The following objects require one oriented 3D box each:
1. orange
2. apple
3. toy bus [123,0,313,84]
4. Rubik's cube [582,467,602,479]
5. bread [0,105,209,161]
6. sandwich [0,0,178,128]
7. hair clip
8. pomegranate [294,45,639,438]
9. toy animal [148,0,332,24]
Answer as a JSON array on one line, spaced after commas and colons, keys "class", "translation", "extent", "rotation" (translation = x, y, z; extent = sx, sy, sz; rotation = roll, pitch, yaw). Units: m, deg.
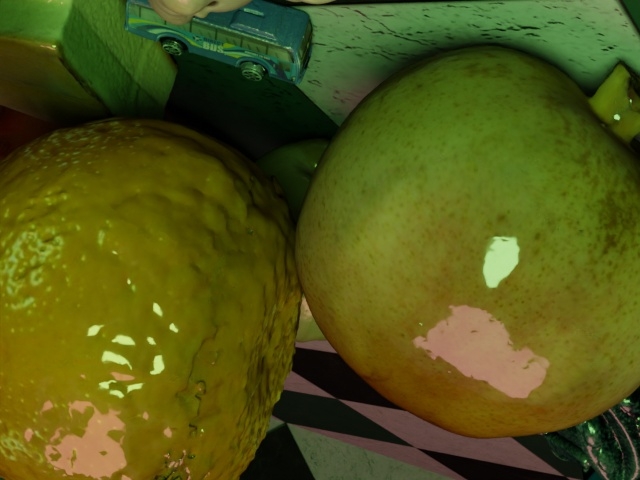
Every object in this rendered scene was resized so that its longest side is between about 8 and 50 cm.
[{"class": "orange", "translation": [-0.172, 0.059, 1.079], "extent": [0.293, 0.340, 0.340], "rotation": [14, 163, 11]}, {"class": "apple", "translation": [0.000, 0.000, 1.266], "extent": [0.200, 0.200, 0.200], "rotation": [16, 163, 5]}, {"class": "toy bus", "translation": [-0.081, -0.174, 1.052], "extent": [0.153, 0.051, 0.061], "rotation": [17, 158, 2]}, {"class": "Rubik's cube", "translation": [0.457, 0.203, 1.379], "extent": [0.248, 0.246, 0.250], "rotation": [22, 163, -19]}, {"class": "bread", "translation": [-0.209, -0.055, 1.444], "extent": [0.295, 0.114, 0.327], "rotation": [10, 160, 25]}, {"class": "sandwich", "translation": [-0.248, -0.170, 1.130], "extent": [0.186, 0.108, 0.220], "rotation": [11, 165, 19]}, {"class": "hair clip", "translation": [0.232, 0.095, 1.255], "extent": [0.310, 0.206, 0.194], "rotation": [30, 177, -28]}, {"class": "pomegranate", "translation": [0.140, -0.006, 1.000], "extent": [0.319, 0.319, 0.319], "rotation": [16, 163, 5]}, {"class": "toy animal", "translation": [-0.077, -0.191, 0.881], "extent": [0.212, 0.124, 0.124], "rotation": [25, 162, -13]}]
